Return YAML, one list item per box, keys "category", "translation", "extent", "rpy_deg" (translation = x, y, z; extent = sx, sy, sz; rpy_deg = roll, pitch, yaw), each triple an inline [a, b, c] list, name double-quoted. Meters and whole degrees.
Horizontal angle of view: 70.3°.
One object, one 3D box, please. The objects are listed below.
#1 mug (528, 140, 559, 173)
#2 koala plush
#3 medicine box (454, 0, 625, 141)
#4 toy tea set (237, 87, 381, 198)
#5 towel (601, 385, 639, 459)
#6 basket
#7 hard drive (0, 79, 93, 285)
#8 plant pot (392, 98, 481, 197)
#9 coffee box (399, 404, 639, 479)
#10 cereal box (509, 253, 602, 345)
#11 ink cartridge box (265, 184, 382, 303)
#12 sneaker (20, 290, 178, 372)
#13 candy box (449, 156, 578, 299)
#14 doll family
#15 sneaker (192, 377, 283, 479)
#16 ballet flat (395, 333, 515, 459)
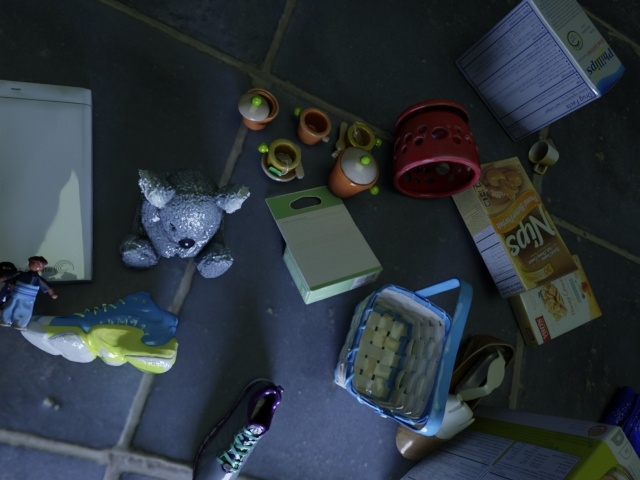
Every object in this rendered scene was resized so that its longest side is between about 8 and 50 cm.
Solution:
- category: "mug"
  translation: [0.619, -0.231, 1.262]
  extent: [0.064, 0.078, 0.062]
  rpy_deg: [15, 40, -28]
- category: "koala plush"
  translation: [-0.230, -0.056, 0.774]
  extent: [0.196, 0.221, 0.203]
  rpy_deg: [7, 75, -20]
- category: "medicine box"
  translation: [0.546, -0.446, 1.160]
  extent: [0.149, 0.263, 0.289]
  rpy_deg: [-41, 95, -24]
- category: "toy tea set"
  translation: [-0.011, -0.213, 0.946]
  extent: [0.336, 0.124, 0.199]
  rpy_deg: [13, 67, -19]
- category: "towel"
  translation: [0.768, 0.548, 1.118]
  extent: [0.308, 0.076, 0.227]
  rpy_deg: [-39, 93, -25]
- category: "basket"
  translation: [0.157, 0.200, 0.833]
  extent: [0.201, 0.289, 0.254]
  rpy_deg: [25, 72, -10]
- category: "hard drive"
  translation: [-0.514, -0.098, 0.766]
  extent: [0.233, 0.047, 0.352]
  rpy_deg: [-1, 78, -22]
- category: "plant pot"
  translation: [0.254, -0.210, 1.029]
  extent: [0.191, 0.191, 0.174]
  rpy_deg: [6, 70, -21]
- category: "coffee box"
  translation: [0.376, 0.549, 0.813]
  extent: [0.335, 0.338, 0.337]
  rpy_deg: [-30, 89, -25]
- category: "cereal box"
  translation: [0.591, 0.147, 1.156]
  extent: [0.240, 0.047, 0.172]
  rpy_deg: [-16, 82, -25]
- category: "ink cartridge box"
  translation: [0.000, 0.000, 0.950]
  extent: [0.171, 0.056, 0.235]
  rpy_deg: [-15, 60, -25]
- category: "sneaker"
  translation: [-0.355, 0.140, 0.765]
  extent: [0.240, 0.091, 0.126]
  rpy_deg: [20, 53, -16]
- category: "candy box"
  translation: [0.460, -0.037, 1.101]
  extent: [0.183, 0.087, 0.316]
  rpy_deg: [-15, 74, -24]
- category: "doll family"
  translation: [-0.495, 0.059, 0.674]
  extent: [0.193, 0.076, 0.111]
  rpy_deg: [22, 75, -25]
- category: "sneaker"
  translation: [-0.143, 0.341, 0.783]
  extent: [0.083, 0.098, 0.223]
  rpy_deg: [34, 67, -11]
- category: "ballet flat"
  translation: [0.298, 0.322, 0.954]
  extent: [0.342, 0.124, 0.116]
  rpy_deg: [-35, 92, -25]
